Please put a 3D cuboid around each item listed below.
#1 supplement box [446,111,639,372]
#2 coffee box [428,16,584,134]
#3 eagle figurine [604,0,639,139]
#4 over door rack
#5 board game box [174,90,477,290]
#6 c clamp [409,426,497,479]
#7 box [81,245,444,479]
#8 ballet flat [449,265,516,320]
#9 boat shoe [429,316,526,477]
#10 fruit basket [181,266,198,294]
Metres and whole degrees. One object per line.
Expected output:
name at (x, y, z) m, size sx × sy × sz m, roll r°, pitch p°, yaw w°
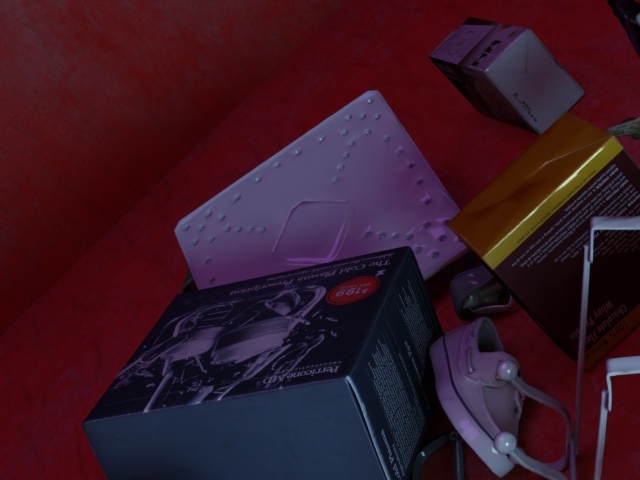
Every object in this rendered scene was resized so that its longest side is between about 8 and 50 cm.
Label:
supplement box at (0.286, 0.000, 1.522) m, size 0.191 × 0.194 × 0.129 m, roll -43°, pitch 21°, yaw 3°
coffee box at (0.283, -0.259, 2.109) m, size 0.098 × 0.141 × 0.246 m, roll -45°, pitch 21°, yaw -2°
eagle figurine at (0.424, -0.197, 1.556) m, size 0.225 × 0.226 × 0.298 m, roll -33°, pitch 16°, yaw 42°
over door rack at (0.221, 0.160, 1.244) m, size 0.239 × 0.108 × 0.324 m, roll -79°, pitch 0°, yaw -56°
board game box at (0.000, 0.000, 2.013) m, size 0.390 × 0.050 × 0.390 m, roll -34°, pitch 44°, yaw 6°
c clamp at (0.143, 0.265, 1.537) m, size 0.137 × 0.022 × 0.160 m, roll -42°, pitch 21°, yaw 20°
box at (-0.051, 0.180, 1.633) m, size 0.343 × 0.179 × 0.312 m, roll -13°, pitch 23°, yaw 22°
ballet flat at (0.253, 0.046, 1.708) m, size 0.213 × 0.072 × 0.068 m, roll -29°, pitch 52°, yaw 37°
boat shoe at (0.191, 0.167, 1.539) m, size 0.088 × 0.096 × 0.267 m, roll -40°, pitch 15°, yaw 12°
fruit basket at (-0.073, 0.091, 2.146) m, size 0.327 × 0.165 × 0.353 m, roll -42°, pitch 36°, yaw 7°
